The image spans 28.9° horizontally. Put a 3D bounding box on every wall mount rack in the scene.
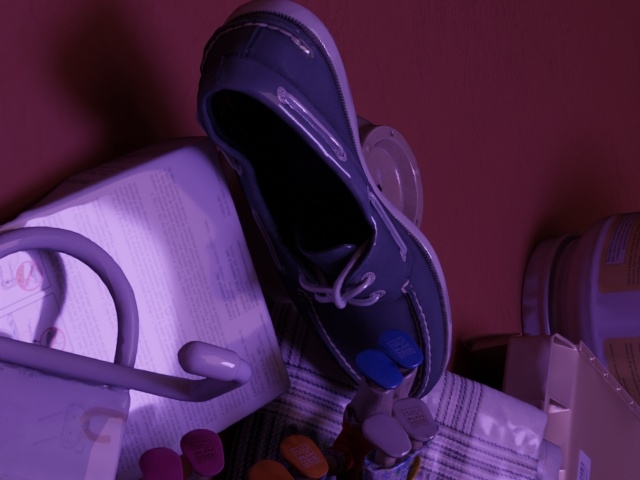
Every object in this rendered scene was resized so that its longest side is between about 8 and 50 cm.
[{"bbox_3d":[-0.198,0.130,0.600,0.304,0.130,0.350,16,69,-20],"label":"wall mount rack"}]

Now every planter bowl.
[{"bbox_3d":[0.011,-0.034,0.958,0.162,0.109,0.162,16,70,-54],"label":"planter bowl"}]

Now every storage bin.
[{"bbox_3d":[0.221,0.257,1.207,0.260,0.123,0.262,42,51,-44],"label":"storage bin"}]

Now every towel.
[{"bbox_3d":[0.063,0.241,0.940,0.324,0.056,0.312,27,59,-27],"label":"towel"}]

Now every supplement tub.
[{"bbox_3d":[0.411,0.079,1.339,0.241,0.331,0.241,15,71,-54],"label":"supplement tub"}]

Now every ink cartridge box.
[{"bbox_3d":[-0.139,0.056,0.785,0.232,0.066,0.189,-26,107,-34],"label":"ink cartridge box"}]

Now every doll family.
[{"bbox_3d":[-0.009,0.185,0.796,0.263,0.118,0.163,-21,141,-32],"label":"doll family"}]

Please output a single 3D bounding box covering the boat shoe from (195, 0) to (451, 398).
[{"bbox_3d":[0.000,0.000,0.834,0.099,0.116,0.319,-65,139,-53],"label":"boat shoe"}]
